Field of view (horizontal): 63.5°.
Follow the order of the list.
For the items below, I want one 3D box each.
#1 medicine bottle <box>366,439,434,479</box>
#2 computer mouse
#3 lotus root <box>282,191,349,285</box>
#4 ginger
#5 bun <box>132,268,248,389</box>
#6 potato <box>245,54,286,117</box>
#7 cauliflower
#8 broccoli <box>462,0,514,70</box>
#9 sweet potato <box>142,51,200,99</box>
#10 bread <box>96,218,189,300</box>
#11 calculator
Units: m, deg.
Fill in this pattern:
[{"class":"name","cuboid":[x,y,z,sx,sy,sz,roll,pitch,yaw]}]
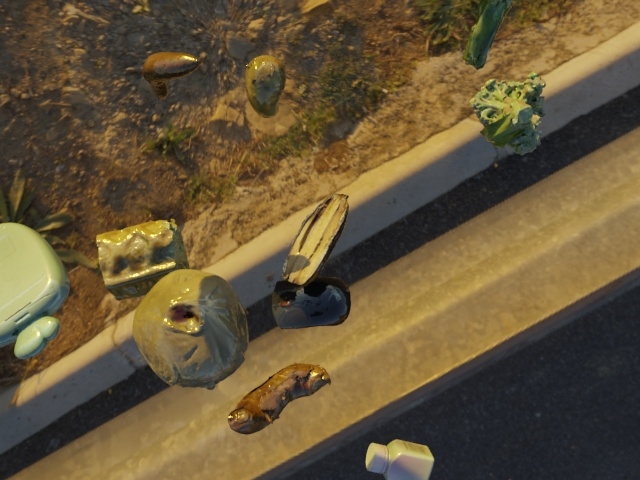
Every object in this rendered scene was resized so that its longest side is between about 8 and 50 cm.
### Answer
[{"class":"medicine bottle","cuboid":[0.151,0.431,1.002,0.118,0.055,0.074,14,99,-8]},{"class":"computer mouse","cuboid":[-0.035,0.208,1.739,0.269,0.100,0.170,-7,76,13]},{"class":"lotus root","cuboid":[0.001,-0.001,1.650,0.078,0.167,0.329,36,84,-46]},{"class":"ginger","cuboid":[-0.116,0.413,1.358,0.309,0.133,0.107,-25,105,-33]},{"class":"bun","cuboid":[-0.185,0.122,0.737,0.173,0.113,0.167,22,71,11]},{"class":"potato","cuboid":[-0.109,-0.294,0.999,0.070,0.092,0.138,-17,157,-21]},{"class":"cauliflower","cuboid":[0.607,-0.390,1.619,0.238,0.315,0.256,-14,102,11]},{"class":"broccoli","cuboid":[0.390,-0.548,1.161,0.177,0.198,0.275,23,146,17]},{"class":"sweet potato","cuboid":[-0.437,-0.461,1.433,0.108,0.346,0.079,36,72,-26]},{"class":"bread","cuboid":[-0.542,0.058,1.585,0.252,0.196,0.238,-8,151,-7]},{"class":"calculator","cuboid":[-0.543,0.080,0.905,0.184,0.295,0.042,-39,151,-13]}]
